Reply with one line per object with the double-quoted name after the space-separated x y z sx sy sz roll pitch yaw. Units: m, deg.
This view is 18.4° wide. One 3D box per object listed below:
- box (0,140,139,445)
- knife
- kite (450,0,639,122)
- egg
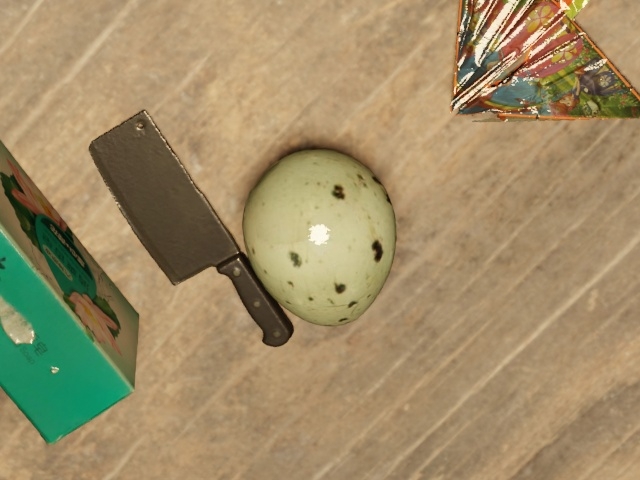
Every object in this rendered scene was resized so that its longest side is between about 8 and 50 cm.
-0.254 0.027 1.626 0.092 0.153 0.245 -32 112 10 "box"
-0.111 0.003 1.700 0.072 0.019 0.245 -30 109 14 "knife"
0.184 -0.161 1.646 0.241 0.014 0.183 39 103 -17 "kite"
0.000 0.000 1.651 0.131 0.131 0.164 -6 137 -1 "egg"
